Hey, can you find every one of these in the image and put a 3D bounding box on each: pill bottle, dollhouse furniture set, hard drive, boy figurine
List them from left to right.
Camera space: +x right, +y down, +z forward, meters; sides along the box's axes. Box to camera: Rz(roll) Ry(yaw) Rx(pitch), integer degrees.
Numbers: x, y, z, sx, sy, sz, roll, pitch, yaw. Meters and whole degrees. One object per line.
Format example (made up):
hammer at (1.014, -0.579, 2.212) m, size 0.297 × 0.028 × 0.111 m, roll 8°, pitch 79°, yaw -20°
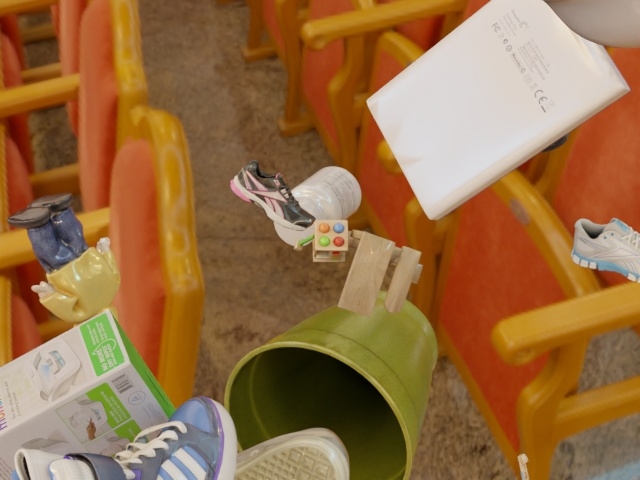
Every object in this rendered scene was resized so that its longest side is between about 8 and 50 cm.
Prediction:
boy figurine at (-0.398, 0.062, 1.462) m, size 0.092 × 0.285 × 0.177 m, roll -3°, pitch 31°, yaw 30°
pill bottle at (-0.008, -0.073, 1.973) m, size 0.131 × 0.131 × 0.229 m, roll 13°, pitch 26°, yaw 20°
dollhouse furniture set at (0.085, 0.060, 1.451) m, size 0.144 × 0.123 × 0.151 m, roll 20°, pitch -2°, yaw -21°
hard drive at (0.232, -0.200, 1.222) m, size 0.040 × 0.319 × 0.210 m, roll -2°, pitch 62°, yaw -55°

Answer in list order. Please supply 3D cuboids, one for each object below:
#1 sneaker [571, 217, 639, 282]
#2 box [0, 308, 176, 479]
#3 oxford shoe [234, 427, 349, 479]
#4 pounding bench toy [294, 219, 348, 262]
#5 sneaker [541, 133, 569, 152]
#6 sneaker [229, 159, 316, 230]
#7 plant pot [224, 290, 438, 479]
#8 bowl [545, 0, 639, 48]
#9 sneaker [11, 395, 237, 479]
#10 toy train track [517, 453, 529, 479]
sneaker at (0.469, 0.009, 1.348) m, size 0.191 × 0.083 × 0.071 m, roll 12°, pitch 40°, yaw 39°
box at (-0.325, 0.267, 1.222) m, size 0.231 × 0.262 × 0.127 m, roll -29°, pitch 43°, yaw -7°
oxford shoe at (-0.135, 0.415, 1.422) m, size 0.449 × 0.169 × 0.130 m, roll -25°, pitch -4°, yaw 23°
pounding bench toy at (0.000, 0.000, 1.410) m, size 0.083 × 0.065 × 0.052 m, roll 1°, pitch 69°, yaw -4°
sneaker at (0.413, -0.215, 1.749) m, size 0.082 × 0.069 × 0.209 m, roll -45°, pitch 19°, yaw -27°
sneaker at (-0.082, -0.087, 1.677) m, size 0.178 × 0.077 × 0.072 m, roll 31°, pitch 19°, yaw -6°
plant pot at (0.062, 0.275, 1.707) m, size 0.367 × 0.366 × 0.353 m, roll 14°, pitch 28°, yaw 21°
bowl at (0.362, -0.277, 0.874) m, size 0.298 × 0.134 × 0.298 m, roll -30°, pitch 22°, yaw 14°
sneaker at (-0.230, 0.265, 1.021) m, size 0.130 × 0.236 × 0.322 m, roll -26°, pitch 33°, yaw 31°
toy train track at (0.241, 0.285, 1.005) m, size 0.014 × 0.083 × 0.048 m, roll -14°, pitch -1°, yaw 41°
